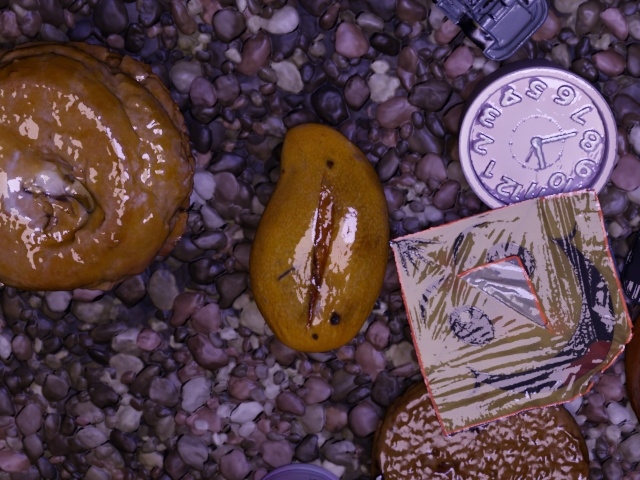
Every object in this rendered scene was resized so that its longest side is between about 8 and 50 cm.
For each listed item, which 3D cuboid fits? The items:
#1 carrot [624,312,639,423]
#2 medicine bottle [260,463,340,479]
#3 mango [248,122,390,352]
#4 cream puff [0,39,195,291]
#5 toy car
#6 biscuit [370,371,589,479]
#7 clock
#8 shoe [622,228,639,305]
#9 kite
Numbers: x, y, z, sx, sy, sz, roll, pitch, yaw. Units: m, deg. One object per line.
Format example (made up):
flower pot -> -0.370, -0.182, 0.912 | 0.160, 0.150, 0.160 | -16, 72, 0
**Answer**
carrot -> 0.525, 0.174, 1.860 | 0.258, 0.100, 0.307 | 0, 118, 0
medicine bottle -> -0.035, 0.411, 1.890 | 0.152, 0.254, 0.152 | 1, 106, 4
mango -> -0.001, 0.003, 1.841 | 0.177, 0.120, 0.295 | 7, 106, 6
cream puff -> -0.319, -0.087, 1.785 | 0.343, 0.231, 0.327 | -35, 99, 16
toy car -> 0.191, -0.307, 1.758 | 0.097, 0.100, 0.191 | -46, 78, 15
biscuit -> 0.211, 0.298, 1.931 | 0.296, 0.075, 0.296 | 1, 104, 3
clock -> 0.270, -0.125, 1.812 | 0.196, 0.068, 0.197 | 1, 106, 4
shoe -> 0.430, 0.014, 1.848 | 0.062, 0.053, 0.159 | 14, 104, -3
kite -> 0.228, 0.083, 1.834 | 0.327, 0.013, 0.377 | 31, 106, -5
